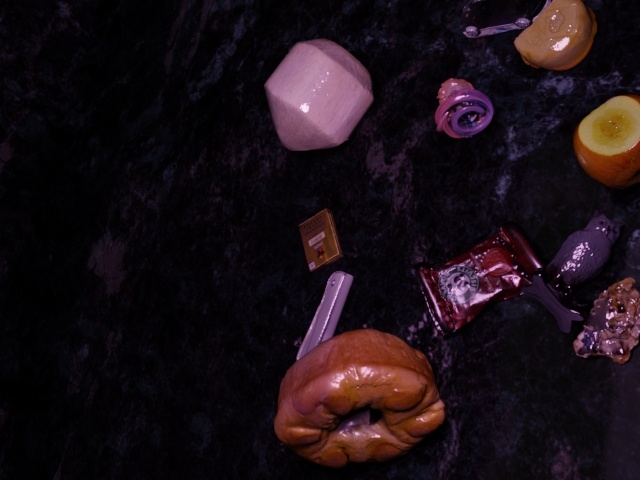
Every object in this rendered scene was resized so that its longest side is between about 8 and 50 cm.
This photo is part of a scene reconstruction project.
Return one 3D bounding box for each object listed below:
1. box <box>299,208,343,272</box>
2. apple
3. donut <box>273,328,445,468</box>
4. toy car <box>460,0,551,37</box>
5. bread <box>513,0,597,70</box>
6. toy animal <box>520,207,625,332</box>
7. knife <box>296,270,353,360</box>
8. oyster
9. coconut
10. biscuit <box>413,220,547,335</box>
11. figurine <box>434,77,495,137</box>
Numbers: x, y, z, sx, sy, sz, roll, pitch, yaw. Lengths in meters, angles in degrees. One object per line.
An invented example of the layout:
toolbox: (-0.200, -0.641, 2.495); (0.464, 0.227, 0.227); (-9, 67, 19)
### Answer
box: (0.000, 0.000, 1.667); (0.090, 0.023, 0.133); (-34, 53, 27)
apple: (0.511, -0.171, 1.204); (0.146, 0.163, 0.147); (-35, 67, 14)
donut: (0.068, 0.299, 1.310); (0.317, 0.299, 0.150); (-12, 47, 10)
toy car: (0.395, -0.488, 1.514); (0.205, 0.056, 0.095); (3, 74, 37)
bread: (0.470, -0.403, 1.397); (0.156, 0.086, 0.125); (-44, 59, 22)
toy animal: (0.451, 0.047, 1.236); (0.121, 0.117, 0.210); (42, 73, 7)
knife: (0.001, 0.193, 1.572); (0.073, 0.040, 0.266); (17, 83, 54)
oyster: (0.485, 0.130, 1.179); (0.103, 0.051, 0.148); (12, 80, 42)
coconut: (-0.014, -0.332, 1.676); (0.237, 0.237, 0.266); (34, 90, 43)
biscuit: (0.302, 0.067, 1.346); (0.235, 0.063, 0.151); (-27, 58, 10)
figurine: (0.295, -0.277, 1.489); (0.126, 0.114, 0.157); (-16, 25, 1)
